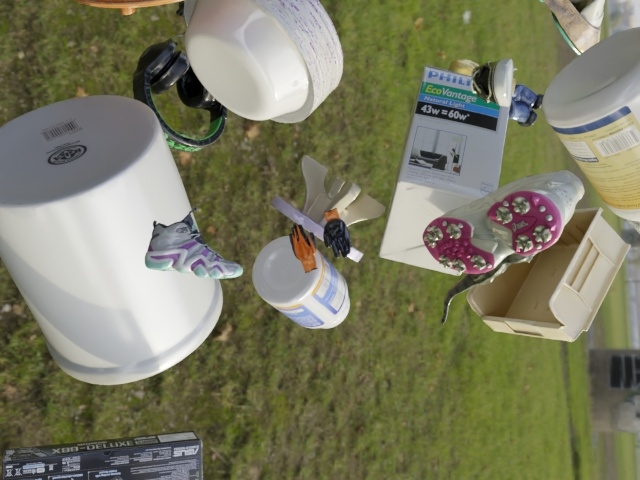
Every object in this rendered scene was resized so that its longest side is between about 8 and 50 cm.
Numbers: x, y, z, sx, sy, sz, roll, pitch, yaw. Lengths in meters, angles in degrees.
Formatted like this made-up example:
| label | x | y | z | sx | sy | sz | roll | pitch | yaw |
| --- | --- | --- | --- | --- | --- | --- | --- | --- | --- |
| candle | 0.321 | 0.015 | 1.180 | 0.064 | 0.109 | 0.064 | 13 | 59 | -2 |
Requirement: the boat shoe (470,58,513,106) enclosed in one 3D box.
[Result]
| label | x | y | z | sx | sy | sz | roll | pitch | yaw |
| --- | --- | --- | --- | --- | --- | --- | --- | --- | --- |
| boat shoe | 0.295 | -0.269 | 1.204 | 0.219 | 0.070 | 0.078 | -32 | 124 | -72 |

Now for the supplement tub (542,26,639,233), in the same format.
| label | x | y | z | sx | sy | sz | roll | pitch | yaw |
| --- | --- | --- | --- | --- | --- | --- | --- | --- | --- |
| supplement tub | 0.556 | -0.177 | 1.202 | 0.316 | 0.228 | 0.228 | 48 | 39 | -20 |

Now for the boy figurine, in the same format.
| label | x | y | z | sx | sy | sz | roll | pitch | yaw |
| --- | --- | --- | --- | --- | --- | --- | --- | --- | --- |
| boy figurine | 0.469 | -0.405 | 1.914 | 0.092 | 0.285 | 0.177 | -158 | -91 | -75 |

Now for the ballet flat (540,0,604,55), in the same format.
| label | x | y | z | sx | sy | sz | roll | pitch | yaw |
| --- | --- | --- | --- | --- | --- | --- | --- | --- | --- |
| ballet flat | 0.466 | -0.466 | 1.312 | 0.316 | 0.106 | 0.107 | 37 | 45 | -28 |

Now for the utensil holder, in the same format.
| label | x | y | z | sx | sy | sz | roll | pitch | yaw |
| --- | --- | --- | --- | --- | --- | --- | --- | --- | --- |
| utensil holder | -0.367 | -0.002 | 1.183 | 0.327 | 0.327 | 0.385 | -69 | 158 | -44 |

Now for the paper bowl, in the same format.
| label | x | y | z | sx | sy | sz | roll | pitch | yaw |
| --- | --- | --- | --- | --- | --- | --- | --- | --- | --- |
| paper bowl | -0.113 | -0.318 | 1.179 | 0.148 | 0.284 | 0.284 | -50 | 137 | -24 |

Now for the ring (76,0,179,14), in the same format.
| label | x | y | z | sx | sy | sz | roll | pitch | yaw |
| --- | --- | --- | --- | --- | --- | --- | --- | --- | --- |
| ring | -0.238 | -0.433 | 1.108 | 0.336 | 0.336 | 0.032 | -68 | 157 | -44 |

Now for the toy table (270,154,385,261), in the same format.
| label | x | y | z | sx | sy | sz | roll | pitch | yaw |
| --- | --- | --- | --- | --- | --- | --- | --- | --- | --- |
| toy table | 0.026 | -0.084 | 1.793 | 0.274 | 0.252 | 0.161 | 32 | 93 | -26 |

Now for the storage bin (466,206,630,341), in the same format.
| label | x | y | z | sx | sy | sz | roll | pitch | yaw |
| --- | --- | --- | --- | --- | --- | --- | --- | --- | --- |
| storage bin | 0.487 | 0.074 | 1.525 | 0.123 | 0.262 | 0.260 | 41 | 72 | -20 |

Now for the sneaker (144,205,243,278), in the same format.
| label | x | y | z | sx | sy | sz | roll | pitch | yaw |
| --- | --- | --- | --- | --- | --- | --- | --- | --- | --- |
| sneaker | -0.123 | 0.001 | 0.697 | 0.038 | 0.098 | 0.069 | -179 | -82 | -85 |

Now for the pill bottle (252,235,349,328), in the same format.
| label | x | y | z | sx | sy | sz | roll | pitch | yaw |
| --- | --- | --- | --- | --- | --- | --- | --- | --- | --- |
| pill bottle | -0.029 | 0.105 | 1.526 | 0.272 | 0.152 | 0.152 | 48 | 43 | -61 |

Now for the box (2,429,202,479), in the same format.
| label | x | y | z | sx | sy | sz | roll | pitch | yaw |
| --- | --- | --- | --- | --- | --- | --- | --- | --- | --- |
| box | -0.344 | 0.448 | 1.124 | 0.076 | 0.307 | 0.242 | 176 | -87 | -69 |

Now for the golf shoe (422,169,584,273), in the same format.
| label | x | y | z | sx | sy | sz | roll | pitch | yaw |
| --- | --- | --- | --- | --- | --- | --- | --- | --- | --- |
| golf shoe | 0.291 | -0.029 | 1.123 | 0.140 | 0.306 | 0.115 | -37 | 99 | -31 |

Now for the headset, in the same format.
| label | x | y | z | sx | sy | sz | roll | pitch | yaw |
| --- | --- | --- | --- | --- | --- | --- | --- | --- | --- |
| headset | -0.318 | -0.412 | 1.686 | 0.243 | 0.185 | 0.394 | 16 | 62 | -45 |

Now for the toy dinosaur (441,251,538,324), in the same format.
| label | x | y | z | sx | sy | sz | roll | pitch | yaw |
| --- | --- | --- | --- | --- | --- | --- | --- | --- | --- |
| toy dinosaur | 0.301 | 0.045 | 1.311 | 0.064 | 0.268 | 0.118 | 25 | 47 | -17 |

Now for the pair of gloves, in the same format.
| label | x | y | z | sx | sy | sz | roll | pitch | yaw |
| --- | --- | --- | --- | --- | --- | --- | --- | --- | --- |
| pair of gloves | 0.000 | 0.000 | 0.980 | 0.010 | 0.083 | 0.074 | 51 | 19 | -77 |

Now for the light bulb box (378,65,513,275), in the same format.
| label | x | y | z | sx | sy | sz | roll | pitch | yaw |
| --- | --- | --- | --- | --- | --- | --- | --- | --- | --- |
| light bulb box | 0.304 | -0.166 | 1.738 | 0.358 | 0.225 | 0.361 | 97 | 9 | -61 |
